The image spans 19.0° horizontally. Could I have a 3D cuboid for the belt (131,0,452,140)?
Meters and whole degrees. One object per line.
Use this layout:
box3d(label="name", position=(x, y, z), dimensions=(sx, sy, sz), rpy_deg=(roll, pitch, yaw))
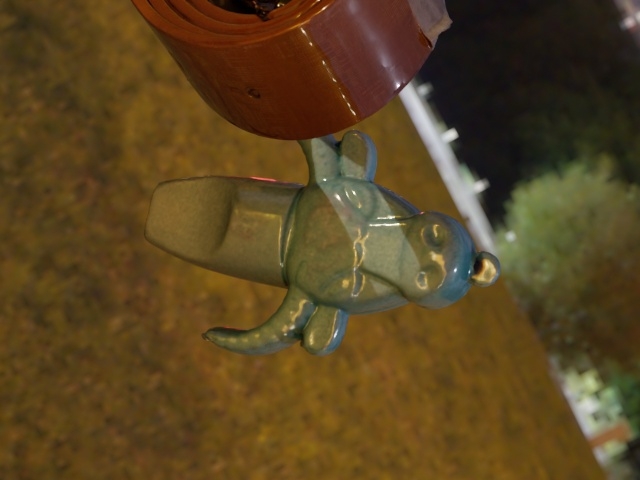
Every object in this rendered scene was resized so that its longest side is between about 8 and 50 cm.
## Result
box3d(label="belt", position=(-0.026, -0.176, 1.225), dimensions=(0.105, 0.184, 0.261), rpy_deg=(56, -3, -40))

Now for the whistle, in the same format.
box3d(label="whistle", position=(0.000, 0.000, 1.414), dimensions=(0.093, 0.274, 0.186), rpy_deg=(21, 78, -72))
